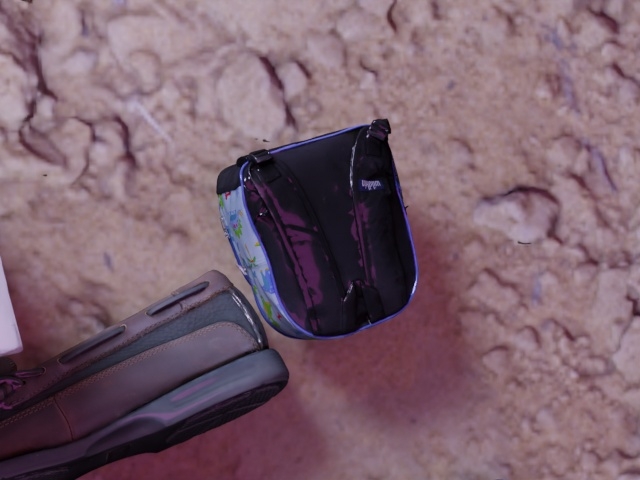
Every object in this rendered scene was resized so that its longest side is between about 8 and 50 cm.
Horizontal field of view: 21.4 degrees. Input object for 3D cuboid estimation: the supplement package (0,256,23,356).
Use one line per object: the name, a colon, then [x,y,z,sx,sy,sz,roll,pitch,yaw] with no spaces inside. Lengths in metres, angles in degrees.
supplement package: [-0.223,0.017,0.857,0.105,0.179,0.105,-13,92,-19]

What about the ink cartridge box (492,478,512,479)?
ink cartridge box: [0.075,0.256,0.999,0.148,0.086,0.203,-10,90,-19]

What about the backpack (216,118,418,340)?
backpack: [0.000,0.000,0.984,0.105,0.084,0.114,-17,88,-21]

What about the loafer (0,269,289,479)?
loafer: [-0.150,0.093,0.938,0.267,0.096,0.084,-19,74,-25]
